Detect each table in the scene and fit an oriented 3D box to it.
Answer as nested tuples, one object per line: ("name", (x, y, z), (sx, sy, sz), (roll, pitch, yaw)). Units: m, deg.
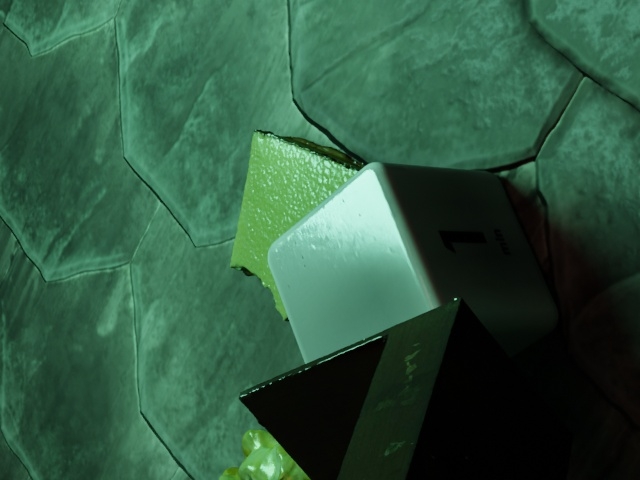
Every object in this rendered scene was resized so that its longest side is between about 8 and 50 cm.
("table", (0.048, 0.240, 1.273), (0.282, 0.196, 0.251), (-26, 26, 33))

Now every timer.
("timer", (0.094, 0.047, 1.442), (0.192, 0.195, 0.194), (-39, 64, 37))

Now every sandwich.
("sandwich", (0.000, 0.000, 1.637), (0.245, 0.063, 0.212), (25, 110, 43))

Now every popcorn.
("popcorn", (-0.038, 0.305, 1.598), (0.187, 0.167, 0.185), (-41, 27, -2))
